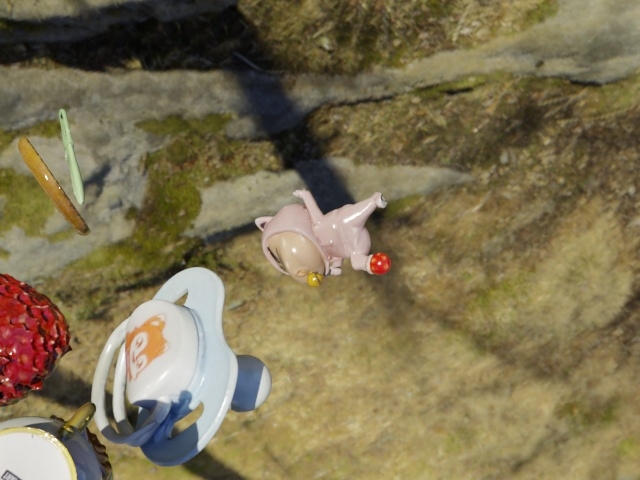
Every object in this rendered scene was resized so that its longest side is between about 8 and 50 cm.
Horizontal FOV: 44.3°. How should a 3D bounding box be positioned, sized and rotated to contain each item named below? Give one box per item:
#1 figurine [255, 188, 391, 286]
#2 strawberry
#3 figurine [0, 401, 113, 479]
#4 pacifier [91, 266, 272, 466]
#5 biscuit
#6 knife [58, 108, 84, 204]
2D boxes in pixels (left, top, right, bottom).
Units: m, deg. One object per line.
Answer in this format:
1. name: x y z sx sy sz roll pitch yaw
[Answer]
1. figurine: 0.000 0.000 1.578 0.287 0.186 0.176 -3 127 25
2. strawberry: -0.490 0.116 1.111 0.205 0.205 0.244 -32 113 4
3. figurine: -0.280 0.250 0.777 0.189 0.142 0.263 -48 175 -22
4. pacifier: -0.176 0.196 1.145 0.233 0.299 0.244 24 126 -36
5. biscuit: -0.595 -0.115 1.745 0.037 0.262 0.262 -34 143 -14
6. knife: -0.504 -0.171 1.584 0.020 0.293 0.043 0 137 -28
